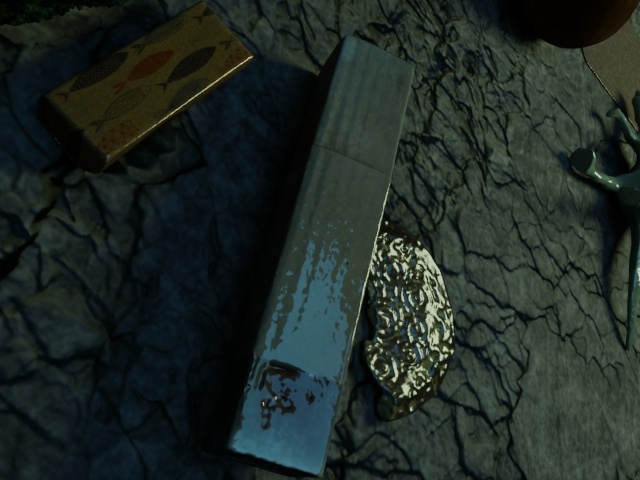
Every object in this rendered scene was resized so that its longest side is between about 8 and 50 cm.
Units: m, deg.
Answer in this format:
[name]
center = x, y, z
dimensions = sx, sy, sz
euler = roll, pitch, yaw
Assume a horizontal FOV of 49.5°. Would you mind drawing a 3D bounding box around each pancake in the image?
[pancake]
center = 0.065, 0.073, 0.664
dimensions = 0.184, 0.020, 0.190
euler = 28, 62, -31

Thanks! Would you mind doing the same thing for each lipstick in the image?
[lipstick]
center = 0.000, 0.000, 0.581
dimensions = 0.080, 0.076, 0.371
euler = 22, 66, -13

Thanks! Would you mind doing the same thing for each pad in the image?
[pad]
center = 0.503, -0.262, 1.113
dimensions = 0.266, 0.002, 0.176
euler = 42, 57, -24

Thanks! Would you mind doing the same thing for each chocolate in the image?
[chocolate]
center = 0.329, -0.328, 0.877
dimensions = 0.177, 0.177, 0.177
euler = 11, 73, -37

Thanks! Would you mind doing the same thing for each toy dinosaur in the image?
[toy dinosaur]
center = 0.441, -0.049, 0.962
dimensions = 0.205, 0.092, 0.393
euler = 10, 70, -42

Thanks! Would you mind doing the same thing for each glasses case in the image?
[glasses case]
center = -0.131, -0.121, 0.539
dimensions = 0.064, 0.041, 0.170
euler = 47, 54, -6

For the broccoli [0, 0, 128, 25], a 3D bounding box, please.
[broccoli]
center = -0.195, -0.277, 0.416
dimensions = 0.297, 0.297, 0.297
euler = 3, 46, -39
